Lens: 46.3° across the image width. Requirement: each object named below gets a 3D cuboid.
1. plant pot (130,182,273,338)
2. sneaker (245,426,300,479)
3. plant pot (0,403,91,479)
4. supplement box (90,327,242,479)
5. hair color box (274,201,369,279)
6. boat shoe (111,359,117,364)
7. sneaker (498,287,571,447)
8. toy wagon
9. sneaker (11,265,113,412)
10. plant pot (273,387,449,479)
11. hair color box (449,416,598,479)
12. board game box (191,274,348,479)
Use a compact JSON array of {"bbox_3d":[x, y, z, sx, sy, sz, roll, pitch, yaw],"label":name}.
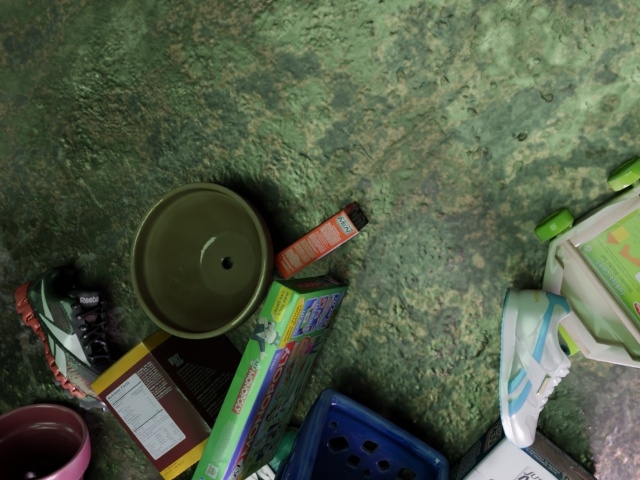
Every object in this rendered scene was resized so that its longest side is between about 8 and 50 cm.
[{"bbox_3d":[-0.169,0.033,1.170,0.237,0.109,0.238,-1,86,21],"label":"plant pot"},{"bbox_3d":[-0.139,0.427,1.265,0.302,0.121,0.108,-38,88,21],"label":"sneaker"},{"bbox_3d":[-0.515,0.430,1.359,0.201,0.201,0.180,11,121,15],"label":"plant pot"},{"bbox_3d":[-0.221,0.236,1.207,0.129,0.191,0.194,-39,90,22],"label":"supplement box"},{"bbox_3d":[0.000,0.000,1.143,0.141,0.072,0.043,-33,92,21],"label":"hair color box"},{"bbox_3d":[-0.322,0.243,1.321,0.136,0.049,0.043,8,103,21],"label":"boat shoe"},{"bbox_3d":[0.291,0.179,1.018,0.092,0.087,0.229,2,107,16],"label":"sneaker"},{"bbox_3d":[0.411,0.062,1.030,0.344,0.068,0.267,-37,90,23],"label":"toy wagon"},{"bbox_3d":[-0.415,0.159,1.284,0.135,0.097,0.276,-41,75,18],"label":"sneaker"},{"bbox_3d":[0.034,0.405,1.106,0.235,0.236,0.212,31,123,-5],"label":"plant pot"},{"bbox_3d":[0.246,0.447,1.156,0.174,0.105,0.347,39,112,6],"label":"hair color box"},{"bbox_3d":[-0.070,0.206,1.108,0.046,0.213,0.318,25,98,17],"label":"board game box"}]
